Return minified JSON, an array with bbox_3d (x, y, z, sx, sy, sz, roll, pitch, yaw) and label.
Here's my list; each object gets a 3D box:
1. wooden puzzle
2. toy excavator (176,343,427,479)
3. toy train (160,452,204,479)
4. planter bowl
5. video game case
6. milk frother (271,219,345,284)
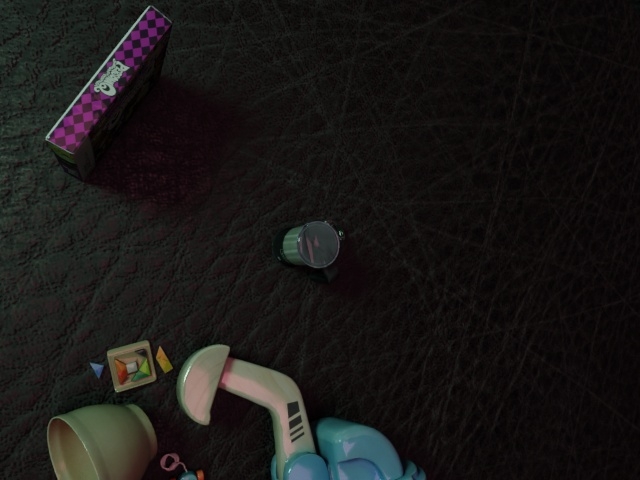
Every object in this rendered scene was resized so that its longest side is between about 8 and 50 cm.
[{"bbox_3d":[-0.319,0.213,0.730,0.116,0.014,0.079,-20,96,-25],"label":"wooden puzzle"},{"bbox_3d":[-0.020,0.392,0.785,0.432,0.222,0.445,-4,76,-25],"label":"toy excavator"},{"bbox_3d":[-0.269,0.459,0.725,0.125,0.046,0.166,39,73,-19],"label":"toy train"},{"bbox_3d":[-0.324,0.321,0.658,0.109,0.162,0.162,-16,95,-52],"label":"planter bowl"},{"bbox_3d":[-0.312,-0.207,0.646,0.042,0.210,0.232,34,73,-21],"label":"video game case"},{"bbox_3d":[0.000,0.000,0.826,0.129,0.134,0.143,40,72,-19],"label":"milk frother"}]
